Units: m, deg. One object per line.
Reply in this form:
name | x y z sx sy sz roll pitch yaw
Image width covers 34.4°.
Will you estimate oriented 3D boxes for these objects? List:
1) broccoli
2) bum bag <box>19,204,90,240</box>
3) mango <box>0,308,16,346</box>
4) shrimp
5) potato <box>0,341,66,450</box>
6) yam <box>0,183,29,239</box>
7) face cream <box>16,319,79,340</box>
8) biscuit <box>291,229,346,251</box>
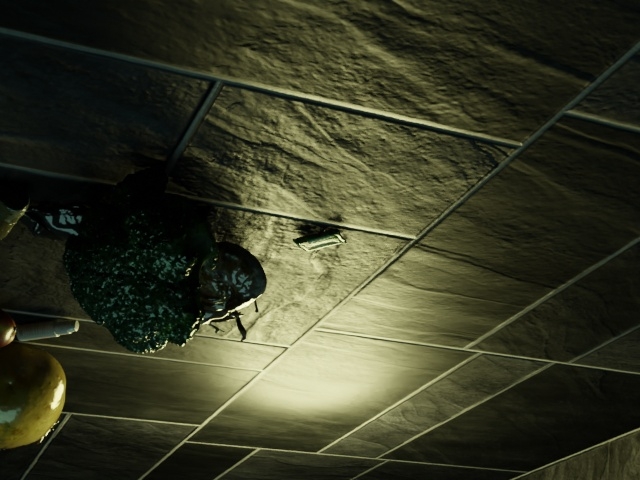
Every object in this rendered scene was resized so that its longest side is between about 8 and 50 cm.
broccoli | -0.260 0.038 1.590 0.265 0.245 0.294 31 143 23
bum bag | -0.389 -0.022 1.679 0.198 0.049 0.087 3 149 -6
mango | -0.701 0.146 1.942 0.133 0.111 0.268 -11 150 44
shrimp | -0.184 0.102 1.868 0.145 0.116 0.343 22 149 -12
potato | -0.663 0.316 2.192 0.286 0.242 0.242 20 148 -24
yam | -0.498 -0.045 1.625 0.054 0.054 0.132 13 151 -27
face cream | -0.553 0.181 2.102 0.130 0.034 0.034 -9 153 14
biscuit | 0.000 0.000 1.776 0.089 0.016 0.046 -13 150 22
